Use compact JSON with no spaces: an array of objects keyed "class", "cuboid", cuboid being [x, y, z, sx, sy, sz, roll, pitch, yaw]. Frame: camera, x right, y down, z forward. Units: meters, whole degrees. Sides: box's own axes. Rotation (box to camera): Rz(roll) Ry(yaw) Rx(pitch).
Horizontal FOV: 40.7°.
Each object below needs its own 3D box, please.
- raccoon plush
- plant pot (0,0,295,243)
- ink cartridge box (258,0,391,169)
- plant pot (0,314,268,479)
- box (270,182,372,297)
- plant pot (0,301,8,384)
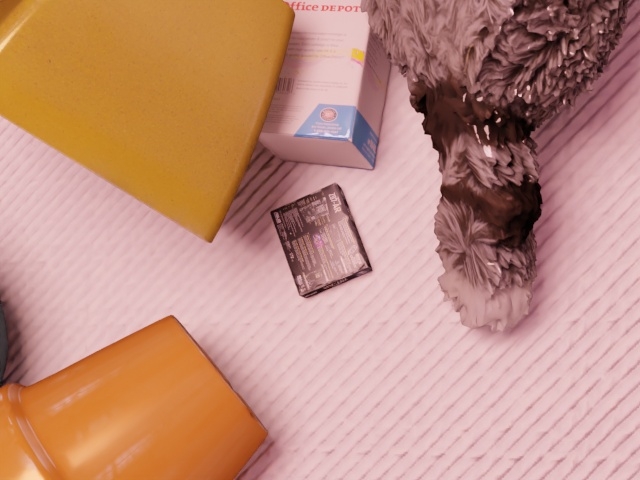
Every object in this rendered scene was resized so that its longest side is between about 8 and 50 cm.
[{"class":"raccoon plush","cuboid":[0.198,-0.184,0.683,0.299,0.446,0.216,-18,34,-24]},{"class":"plant pot","cuboid":[-0.146,-0.152,0.688,0.187,0.212,0.212,-56,28,0]},{"class":"ink cartridge box","cuboid":[0.006,-0.145,0.745,0.092,0.090,0.143,8,81,18]},{"class":"plant pot","cuboid":[-0.153,0.167,0.691,0.188,0.205,0.205,-38,71,-10]},{"class":"box","cuboid":[0.000,0.000,0.757,0.067,0.018,0.083,-24,74,11]},{"class":"plant pot","cuboid":[-0.397,0.096,0.767,0.290,0.195,0.290,-3,79,17]}]
